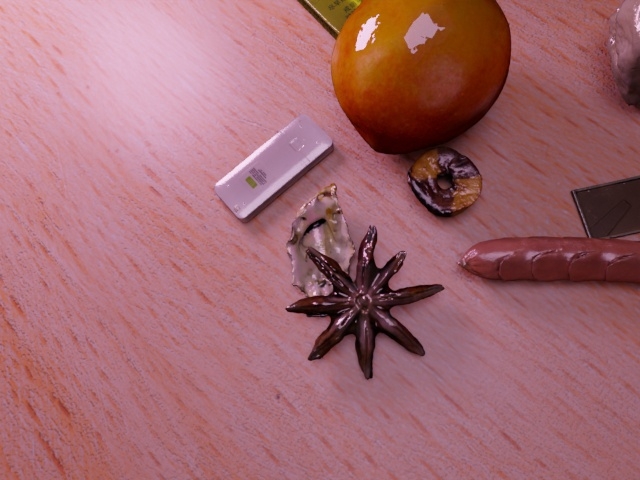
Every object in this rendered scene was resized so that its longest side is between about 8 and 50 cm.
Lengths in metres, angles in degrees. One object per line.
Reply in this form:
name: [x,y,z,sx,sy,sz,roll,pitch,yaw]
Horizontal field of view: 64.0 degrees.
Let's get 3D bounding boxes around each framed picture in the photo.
framed picture: [0.564,-0.061,0.966,0.149,0.011,0.109,-12,73,2]

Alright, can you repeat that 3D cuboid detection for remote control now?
remote control: [-0.094,-0.149,1.042,0.250,0.034,0.103,-42,75,-7]

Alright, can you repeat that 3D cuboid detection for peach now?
peach: [0.174,-0.313,0.938,0.308,0.308,0.332,32,89,13]

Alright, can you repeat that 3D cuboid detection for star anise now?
star anise: [0.080,0.107,0.917,0.289,0.088,0.288,0,91,2]

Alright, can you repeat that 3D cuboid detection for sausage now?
sausage: [0.464,0.036,0.913,0.434,0.088,0.087,2,74,5]

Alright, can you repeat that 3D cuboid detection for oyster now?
oyster: [-0.007,0.006,0.978,0.133,0.072,0.208,-15,93,-5]

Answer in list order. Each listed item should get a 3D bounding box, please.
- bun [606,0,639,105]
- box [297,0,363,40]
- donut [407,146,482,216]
bun: [0.679,-0.389,0.942,0.282,0.281,0.204,0,49,6]
box: [0.022,-0.589,1.152,0.173,0.043,0.311,-39,75,-6]
donut: [0.236,-0.109,0.986,0.141,0.059,0.140,-2,73,6]
